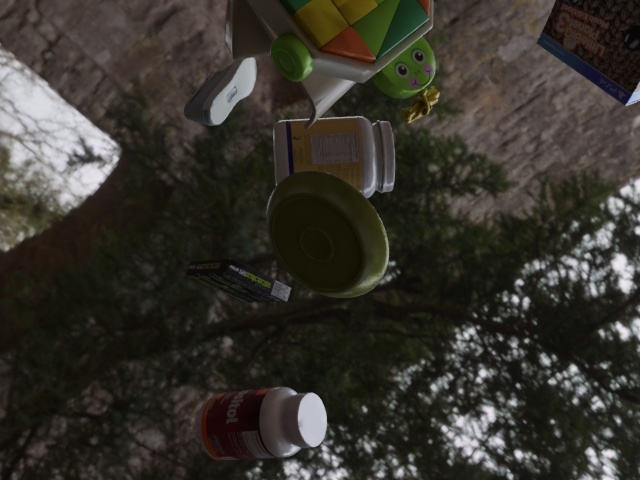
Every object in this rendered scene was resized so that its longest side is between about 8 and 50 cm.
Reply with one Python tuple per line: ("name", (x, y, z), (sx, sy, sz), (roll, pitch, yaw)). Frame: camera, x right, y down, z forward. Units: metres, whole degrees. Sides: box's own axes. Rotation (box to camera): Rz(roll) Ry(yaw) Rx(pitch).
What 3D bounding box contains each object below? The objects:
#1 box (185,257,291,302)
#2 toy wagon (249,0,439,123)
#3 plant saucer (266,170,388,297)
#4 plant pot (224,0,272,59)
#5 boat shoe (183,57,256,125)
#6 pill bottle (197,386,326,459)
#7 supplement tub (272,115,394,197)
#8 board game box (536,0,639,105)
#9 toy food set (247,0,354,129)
("box", (-0.198, 0.098, 1.960), (0.184, 0.190, 0.045), (-3, -116, 53))
("toy wagon", (0.039, -0.300, 0.985), (0.267, 0.344, 0.068), (-42, -174, -25))
("plant saucer", (0.000, 0.000, 1.378), (0.240, 0.241, 0.037), (-9, -160, 38))
("plant pot", (-0.106, -0.373, 1.370), (0.108, 0.096, 0.109), (-10, -148, -9))
("boat shoe", (-0.201, -0.307, 1.632), (0.081, 0.079, 0.227), (9, -139, 20))
("pill bottle", (-0.072, 0.227, 1.018), (0.152, 0.086, 0.086), (-12, -130, 31))
("supplement tub", (0.034, -0.232, 2.339), (0.331, 0.241, 0.241), (-4, -135, -4))
("board game box", (0.579, -0.443, 1.511), (0.141, 0.291, 0.232), (-21, -127, -35))
("toy food set", (-0.033, -0.368, 1.336), (0.092, 0.306, 0.220), (-7, -147, 52))
